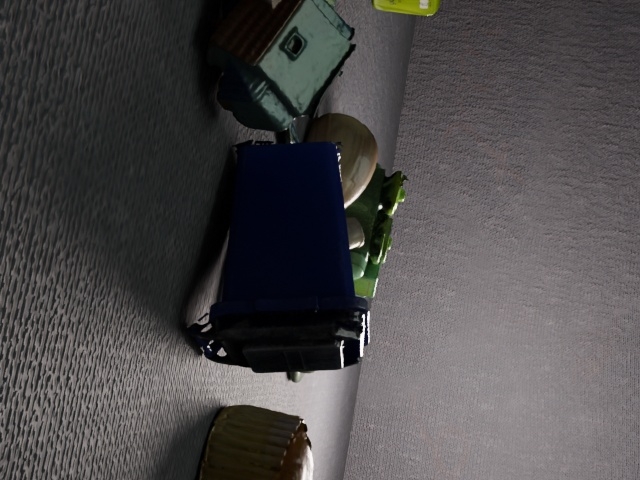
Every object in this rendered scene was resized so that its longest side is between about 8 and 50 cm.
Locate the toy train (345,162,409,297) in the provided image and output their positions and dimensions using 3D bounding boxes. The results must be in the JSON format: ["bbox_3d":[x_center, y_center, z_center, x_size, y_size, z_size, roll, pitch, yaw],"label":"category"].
[{"bbox_3d":[0.070,-0.029,1.478,0.188,0.159,0.271,97,6,-54],"label":"toy train"}]

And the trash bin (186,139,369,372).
[{"bbox_3d":[-0.042,0.018,0.836,0.162,0.184,0.234,85,3,-67],"label":"trash bin"}]

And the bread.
[{"bbox_3d":[-0.080,0.336,0.946,0.179,0.133,0.250,71,27,-63],"label":"bread"}]

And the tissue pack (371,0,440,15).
[{"bbox_3d":[0.193,-0.650,1.630,0.274,0.167,0.200,78,24,-69],"label":"tissue pack"}]

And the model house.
[{"bbox_3d":[-0.059,-0.203,0.721,0.148,0.119,0.148,-56,138,-15],"label":"model house"}]

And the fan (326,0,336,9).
[{"bbox_3d":[0.021,-0.428,1.267,0.131,0.009,0.240,74,26,-64],"label":"fan"}]

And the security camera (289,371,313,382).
[{"bbox_3d":[-0.018,0.172,1.371,0.301,0.080,0.157,78,21,-73],"label":"security camera"}]

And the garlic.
[{"bbox_3d":[0.019,-0.127,1.257,0.115,0.128,0.206,43,60,-50],"label":"garlic"}]

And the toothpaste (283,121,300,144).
[{"bbox_3d":[-0.035,-0.109,1.122,0.197,0.035,0.057,81,3,-58],"label":"toothpaste"}]

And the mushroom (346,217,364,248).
[{"bbox_3d":[0.000,0.000,1.093,0.154,0.123,0.154,-20,90,-90],"label":"mushroom"}]
